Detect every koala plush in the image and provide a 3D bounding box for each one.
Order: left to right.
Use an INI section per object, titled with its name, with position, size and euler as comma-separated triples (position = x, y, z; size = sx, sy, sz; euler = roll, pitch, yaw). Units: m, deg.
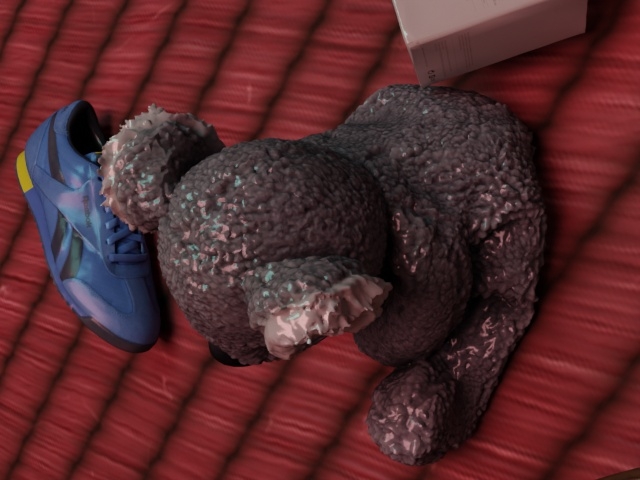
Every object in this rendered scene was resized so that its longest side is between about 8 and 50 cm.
[koala plush]
position = 0.000, 0.000, 0.568
size = 0.196, 0.221, 0.203
euler = 44, 114, 33

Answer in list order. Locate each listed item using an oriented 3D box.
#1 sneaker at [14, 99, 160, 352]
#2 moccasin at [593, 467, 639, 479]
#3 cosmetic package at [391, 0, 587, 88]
[sneaker]
position = -0.166, -0.016, 0.807
size = 0.082, 0.069, 0.209
euler = -41, 63, 26
[moccasin]
position = 0.251, 0.175, 0.398
size = 0.380, 0.147, 0.139
euler = 16, 98, 39
[cosmetic package]
position = 0.065, -0.213, 0.602
size = 0.099, 0.060, 0.239
euler = -18, 70, 8
